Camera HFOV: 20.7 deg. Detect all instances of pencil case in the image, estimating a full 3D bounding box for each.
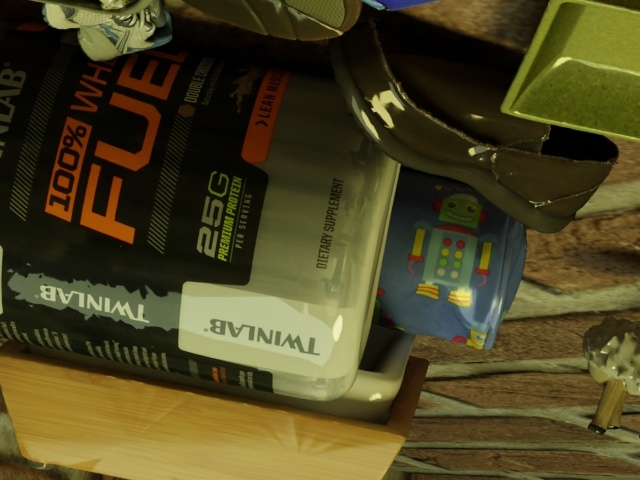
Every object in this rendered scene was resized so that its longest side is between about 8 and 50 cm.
[{"bbox_3d":[0.000,0.000,1.303,0.306,0.119,0.133,10,145,9],"label":"pencil case"}]

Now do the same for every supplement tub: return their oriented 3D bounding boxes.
[{"bbox_3d":[-0.125,-0.025,1.125,0.338,0.207,0.207,10,167,3],"label":"supplement tub"}]

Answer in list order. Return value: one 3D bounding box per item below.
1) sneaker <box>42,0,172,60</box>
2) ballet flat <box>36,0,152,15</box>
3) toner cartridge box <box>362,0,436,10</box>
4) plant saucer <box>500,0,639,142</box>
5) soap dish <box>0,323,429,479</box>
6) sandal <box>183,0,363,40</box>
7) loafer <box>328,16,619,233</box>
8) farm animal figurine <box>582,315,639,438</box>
[{"bbox_3d":[-0.119,-0.141,1.002,0.058,0.052,0.135,-1,172,11],"label":"sneaker"},{"bbox_3d":[-0.176,-0.157,0.901,0.213,0.068,0.072,7,124,9],"label":"ballet flat"},{"bbox_3d":[0.088,-0.169,0.620,0.165,0.075,0.348,24,162,-38],"label":"toner cartridge box"},{"bbox_3d":[0.200,-0.094,0.900,0.188,0.045,0.188,12,167,0],"label":"plant saucer"},{"bbox_3d":[-0.073,0.110,1.291,0.290,0.118,0.229,11,-170,5],"label":"soap dish"},{"bbox_3d":[-0.075,-0.164,0.833,0.219,0.060,0.090,23,156,15],"label":"sandal"},{"bbox_3d":[0.094,-0.080,1.028,0.220,0.080,0.078,25,129,-40],"label":"loafer"},{"bbox_3d":[0.415,0.123,1.403,0.326,0.172,0.330,18,180,36],"label":"farm animal figurine"}]
